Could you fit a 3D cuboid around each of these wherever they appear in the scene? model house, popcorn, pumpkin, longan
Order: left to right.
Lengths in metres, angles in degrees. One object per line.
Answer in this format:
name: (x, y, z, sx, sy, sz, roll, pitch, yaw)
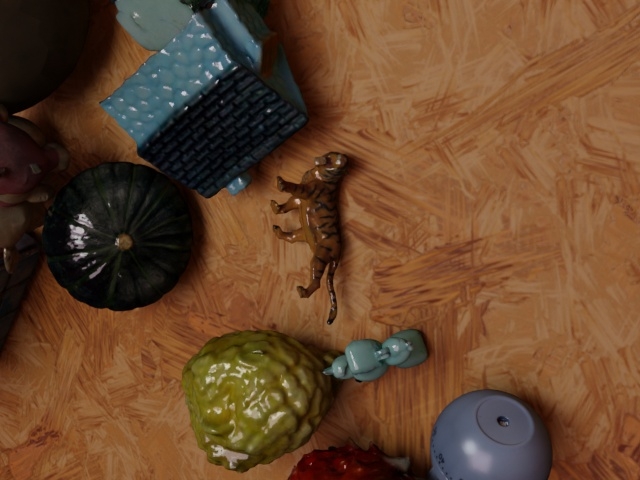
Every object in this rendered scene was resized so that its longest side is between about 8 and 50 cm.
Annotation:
longan: (-0.574, -0.401, 1.224, 0.404, 0.336, 0.404, 11, 109, 33)
pumpkin: (-0.334, -0.010, 1.235, 0.250, 0.216, 0.250, -1, 106, -4)
model house: (-0.233, -0.397, 1.182, 0.119, 0.149, 0.148, 43, 141, -15)
model house: (-0.132, -0.217, 1.110, 0.261, 0.226, 0.241, -32, 102, 31)
popcorn: (-0.079, 0.237, 1.135, 0.237, 0.251, 0.206, 107, 147, -53)

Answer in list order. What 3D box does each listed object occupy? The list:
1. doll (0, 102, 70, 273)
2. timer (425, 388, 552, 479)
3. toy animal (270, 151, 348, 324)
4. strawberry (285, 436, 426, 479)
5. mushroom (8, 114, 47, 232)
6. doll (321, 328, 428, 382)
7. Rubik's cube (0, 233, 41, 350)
doll: (-0.531, -0.079, 1.185, 0.196, 0.152, 0.256, 46, 114, 25)
timer: (0.232, 0.300, 1.014, 0.175, 0.255, 0.175, -5, 60, 8)
toy animal: (-0.002, -0.002, 1.120, 0.116, 0.114, 0.255, -11, 98, -14)
strawberry: (0.015, 0.453, 1.020, 0.292, 0.343, 0.292, 19, 121, 34)
mushroom: (-0.577, -0.116, 1.350, 0.207, 0.207, 0.215, -31, 98, 28)
doll: (0.082, 0.167, 1.050, 0.159, 0.158, 0.059, -25, 75, 35)
Rubik's cube: (-0.789, 0.094, 1.356, 0.343, 0.337, 0.344, 30, 114, 5)
